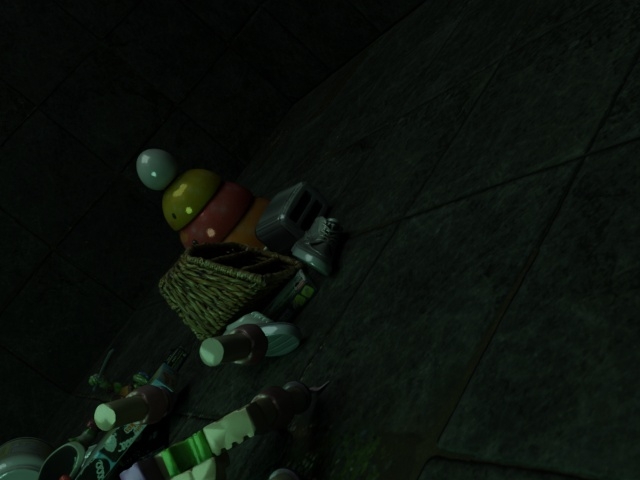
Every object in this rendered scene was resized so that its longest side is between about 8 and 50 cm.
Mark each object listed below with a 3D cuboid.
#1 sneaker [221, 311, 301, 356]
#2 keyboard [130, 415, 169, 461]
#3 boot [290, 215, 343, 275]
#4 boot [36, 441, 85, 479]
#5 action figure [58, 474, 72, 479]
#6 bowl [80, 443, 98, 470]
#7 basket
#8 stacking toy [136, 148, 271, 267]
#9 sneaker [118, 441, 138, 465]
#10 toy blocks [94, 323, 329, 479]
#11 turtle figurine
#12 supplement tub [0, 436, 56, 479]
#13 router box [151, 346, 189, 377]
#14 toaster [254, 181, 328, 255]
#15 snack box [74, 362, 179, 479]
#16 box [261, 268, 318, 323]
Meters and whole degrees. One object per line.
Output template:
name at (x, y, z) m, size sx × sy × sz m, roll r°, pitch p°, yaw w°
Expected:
sneaker at (-0.134, 0.192, 1.575) m, size 0.258 × 0.094 × 0.091 m, roll -18°, pitch 49°, yaw 43°
keyboard at (-0.413, 0.499, 1.841) m, size 0.100 × 0.038 × 0.192 m, roll -26°, pitch 12°, yaw -4°
boot at (0.000, 0.000, 1.724) m, size 0.123 × 0.095 × 0.258 m, roll -56°, pitch 14°, yaw 0°
boot at (-0.666, 0.632, 1.992) m, size 0.244 × 0.088 × 0.176 m, roll -58°, pitch -22°, yaw 7°
action figure at (-0.647, 0.716, 1.880) m, size 0.091 × 0.139 × 0.280 m, roll -113°, pitch 42°, yaw -70°
bowl at (-0.686, 0.646, 2.124) m, size 0.142 × 0.053 × 0.142 m, roll -20°, pitch 9°, yaw -10°
basket at (-0.210, 0.073, 1.766) m, size 0.223 × 0.213 × 0.299 m, roll -45°, pitch -10°, yaw 18°
stacking toy at (-0.352, -0.092, 2.227) m, size 0.350 × 0.480 × 0.351 m, roll -46°, pitch 15°, yaw 15°
sneaker at (-0.484, 0.548, 1.919) m, size 0.035 × 0.031 × 0.083 m, roll -15°, pitch 22°, yaw 20°
toy blocks at (-0.141, 0.325, 1.197) m, size 0.288 × 0.309 × 0.260 m, roll -32°, pitch -13°, yaw 18°
turtle figurine at (-0.565, 0.456, 2.048) m, size 0.266 × 0.197 × 0.274 m, roll -60°, pitch 14°, yaw -24°
supplement tub at (-0.876, 0.726, 2.195) m, size 0.235 × 0.235 × 0.325 m, roll -53°, pitch 15°, yaw -12°
router box at (-0.449, 0.376, 2.212) m, size 0.092 × 0.038 × 0.122 m, roll -26°, pitch 28°, yaw 58°
toaster at (-0.079, -0.058, 2.046) m, size 0.146 × 0.129 × 0.227 m, roll -27°, pitch 25°, yaw 51°
snack box at (-0.484, 0.468, 1.892) m, size 0.322 × 0.060 × 0.187 m, roll -51°, pitch 7°, yaw -1°
box at (-0.094, 0.165, 1.707) m, size 0.207 × 0.036 × 0.114 m, roll -48°, pitch 15°, yaw 4°
